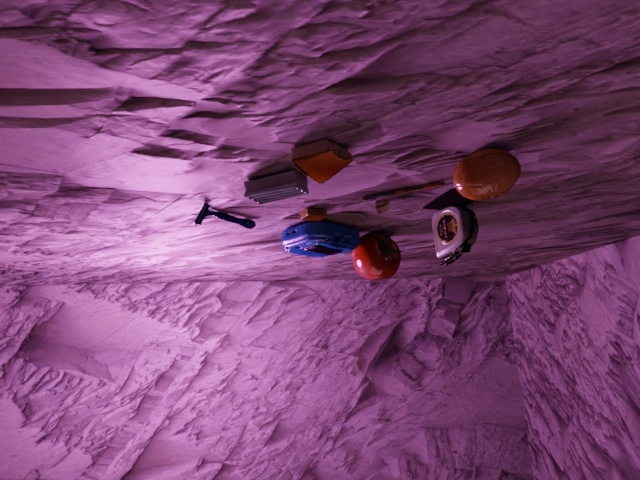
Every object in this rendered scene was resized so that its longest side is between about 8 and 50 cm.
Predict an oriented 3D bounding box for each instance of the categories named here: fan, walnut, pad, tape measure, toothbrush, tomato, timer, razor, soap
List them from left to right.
[{"bbox_3d":[-0.388,-0.094,1.963,0.056,0.093,0.324,36,-167,31],"label":"razor"},{"bbox_3d":[-0.150,-0.181,1.611,0.198,0.064,0.114,-9,167,23],"label":"soap"},{"bbox_3d":[0.000,0.000,2.268,0.340,0.115,0.309,12,160,-41],"label":"timer"},{"bbox_3d":[0.117,-0.082,2.177,0.182,0.010,0.310,1,166,-2],"label":"fan"},{"bbox_3d":[0.282,0.082,2.394,0.255,0.256,0.224,5,149,-30],"label":"tomato"},{"bbox_3d":[0.309,-0.183,1.780,0.320,0.023,0.031,-9,172,28],"label":"toothbrush"},{"bbox_3d":[0.549,-0.166,1.937,0.181,0.004,0.267,1,166,-16],"label":"pad"},{"bbox_3d":[0.583,-0.025,2.016,0.115,0.236,0.207,2,166,-31],"label":"tape measure"},{"bbox_3d":[0.515,-0.204,1.469,0.206,0.159,0.159,-12,165,10],"label":"walnut"}]

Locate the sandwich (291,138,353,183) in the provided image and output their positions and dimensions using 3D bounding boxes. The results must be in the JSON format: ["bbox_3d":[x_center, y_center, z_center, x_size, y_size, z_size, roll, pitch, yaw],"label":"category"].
[{"bbox_3d":[0.024,-0.238,1.424,0.162,0.058,0.193,-10,162,23],"label":"sandwich"}]

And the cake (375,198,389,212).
[{"bbox_3d":[0.233,-0.131,1.875,0.055,0.051,0.140,-9,177,-4],"label":"cake"}]

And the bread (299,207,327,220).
[{"bbox_3d":[-0.032,-0.108,1.990,0.094,0.035,0.090,3,166,-23],"label":"bread"}]
